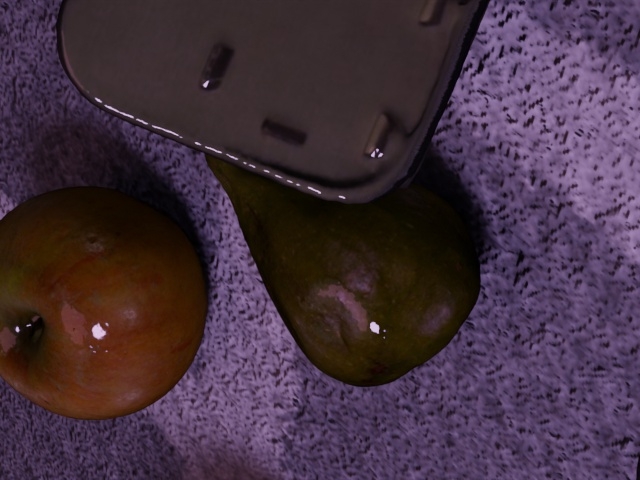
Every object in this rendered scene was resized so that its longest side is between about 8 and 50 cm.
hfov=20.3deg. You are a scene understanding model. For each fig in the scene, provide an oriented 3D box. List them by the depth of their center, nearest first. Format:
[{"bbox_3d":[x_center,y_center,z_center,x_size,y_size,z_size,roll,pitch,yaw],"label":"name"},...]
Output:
[{"bbox_3d":[0.017,-0.007,1.054,0.184,0.127,0.133,65,-173,3],"label":"fig"}]

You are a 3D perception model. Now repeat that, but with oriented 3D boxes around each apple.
[{"bbox_3d":[-0.165,0.042,1.302,0.182,0.155,0.182,15,114,37],"label":"apple"}]

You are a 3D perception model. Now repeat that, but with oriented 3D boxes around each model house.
[{"bbox_3d":[-0.029,-0.160,1.015,0.205,0.218,0.278,23,-175,-11],"label":"model house"}]

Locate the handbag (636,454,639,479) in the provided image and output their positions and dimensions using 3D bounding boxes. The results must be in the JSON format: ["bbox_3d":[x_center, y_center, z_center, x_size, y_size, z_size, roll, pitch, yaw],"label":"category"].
[{"bbox_3d":[0.273,0.170,0.886,0.275,0.088,0.244,30,132,39],"label":"handbag"}]
